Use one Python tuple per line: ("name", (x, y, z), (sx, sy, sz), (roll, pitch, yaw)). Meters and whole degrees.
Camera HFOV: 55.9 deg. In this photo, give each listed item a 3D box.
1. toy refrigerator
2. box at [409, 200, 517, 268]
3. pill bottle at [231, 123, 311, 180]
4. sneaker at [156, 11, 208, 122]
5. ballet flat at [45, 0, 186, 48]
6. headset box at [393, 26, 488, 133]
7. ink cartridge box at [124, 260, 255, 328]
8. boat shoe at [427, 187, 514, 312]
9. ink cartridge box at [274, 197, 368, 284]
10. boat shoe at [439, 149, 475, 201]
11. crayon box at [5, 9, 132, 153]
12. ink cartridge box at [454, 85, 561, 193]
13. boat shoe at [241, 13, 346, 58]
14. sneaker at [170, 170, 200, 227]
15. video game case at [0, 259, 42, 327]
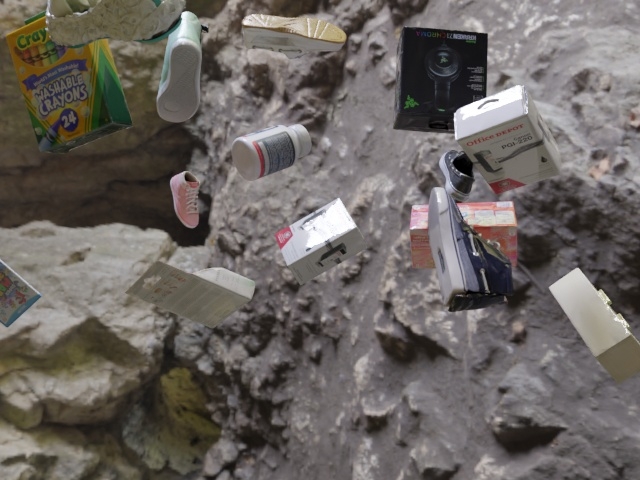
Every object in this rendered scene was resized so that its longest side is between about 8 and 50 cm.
("toy refrigerator", (0.620, 0.179, 1.345), (0.094, 0.102, 0.269), (-40, 21, 17))
("box", (0.419, -0.015, 1.777), (0.154, 0.299, 0.142), (-71, -25, -58))
("pill bottle", (-0.115, -0.221, 1.474), (0.108, 0.180, 0.108), (33, 136, 40))
("sneaker", (-0.315, -0.397, 1.390), (0.256, 0.094, 0.151), (124, 149, -51))
("ballet flat", (-0.390, -0.427, 1.058), (0.408, 0.147, 0.147), (14, 96, 41))
("headset box", (0.340, -0.444, 1.730), (0.131, 0.246, 0.283), (95, 180, -79))
("ink cartridge box", (-0.285, 0.105, 1.323), (0.181, 0.224, 0.056), (-37, 35, 42))
("boat shoe", (0.363, 0.018, 1.476), (0.127, 0.158, 0.341), (98, 170, -59))
("ink cartridge box", (0.000, 0.000, 1.045), (0.056, 0.135, 0.099), (59, -178, -40))
("boat shoe", (0.347, -0.182, 1.503), (0.228, 0.080, 0.076), (-71, 7, -58))
("crayon box", (-0.565, -0.379, 1.341), (0.083, 0.203, 0.323), (-17, -89, -72))
("ink cartridge box", (0.408, -0.212, 1.309), (0.158, 0.218, 0.092), (-18, 48, 32))
("boat shoe", (-0.070, -0.531, 1.606), (0.096, 0.276, 0.098), (95, -172, -47))
("sneaker", (-0.311, -0.101, 1.427), (0.070, 0.051, 0.134), (-26, 79, 42))
("video game case", (-0.829, 0.129, 1.560), (0.119, 0.166, 0.015), (-44, 20, -6))
